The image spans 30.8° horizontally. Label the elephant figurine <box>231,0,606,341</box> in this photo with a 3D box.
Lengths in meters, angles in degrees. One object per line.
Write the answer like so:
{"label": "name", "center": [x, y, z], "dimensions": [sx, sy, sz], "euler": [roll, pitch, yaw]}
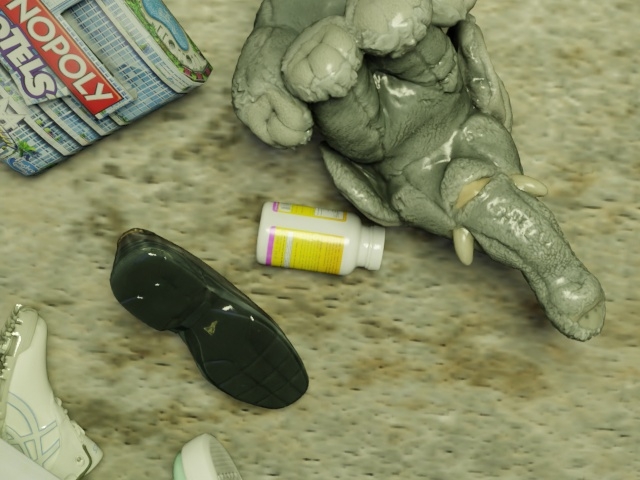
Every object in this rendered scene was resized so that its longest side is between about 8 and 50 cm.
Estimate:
{"label": "elephant figurine", "center": [0.063, -0.062, 0.723], "dimensions": [0.169, 0.186, 0.239], "euler": [-15, 132, 37]}

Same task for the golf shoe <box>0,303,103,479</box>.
{"label": "golf shoe", "center": [-0.193, 0.129, 0.806], "dimensions": [0.086, 0.069, 0.176], "euler": [5, 107, -18]}

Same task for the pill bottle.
{"label": "pill bottle", "center": [0.000, 0.000, 0.781], "dimensions": [0.083, 0.043, 0.043], "euler": [8, 100, -1]}

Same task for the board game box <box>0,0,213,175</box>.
{"label": "board game box", "center": [-0.162, -0.142, 0.691], "dimensions": [0.194, 0.060, 0.194], "euler": [-24, 120, 25]}

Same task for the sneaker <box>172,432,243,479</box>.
{"label": "sneaker", "center": [-0.112, 0.265, 0.807], "dimensions": [0.151, 0.094, 0.255], "euler": [-8, 99, 5]}

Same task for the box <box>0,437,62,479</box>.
{"label": "box", "center": [-0.272, 0.240, 0.740], "dimensions": [0.231, 0.126, 0.262], "euler": [35, 123, -6]}

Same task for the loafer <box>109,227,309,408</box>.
{"label": "loafer", "center": [-0.070, 0.050, 0.783], "dimensions": [0.062, 0.061, 0.170], "euler": [-37, 119, 10]}
